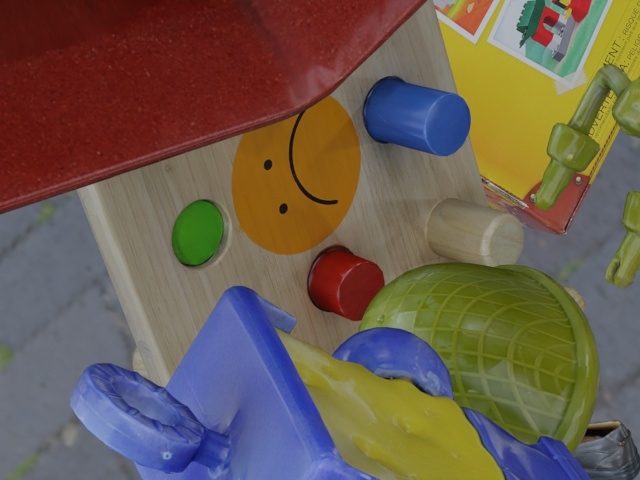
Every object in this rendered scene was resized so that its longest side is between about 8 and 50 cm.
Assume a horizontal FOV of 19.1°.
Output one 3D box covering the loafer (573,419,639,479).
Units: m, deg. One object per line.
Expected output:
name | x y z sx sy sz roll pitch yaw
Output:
loafer | 0.221 0.195 1.823 0.170 0.061 0.062 -3 33 20

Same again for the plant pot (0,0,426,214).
plant pot | -0.081 -0.170 0.511 0.267 0.267 0.236 -42 75 45

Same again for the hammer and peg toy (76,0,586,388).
hammer and peg toy | 0.000 0.000 1.105 0.266 0.361 0.127 -36 32 -29

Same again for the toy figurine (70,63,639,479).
toy figurine | 0.031 0.042 0.562 0.191 0.217 0.362 -65 24 19

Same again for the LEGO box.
LEGO box | 0.154 -0.311 1.756 0.500 0.372 0.193 -62 25 -4
